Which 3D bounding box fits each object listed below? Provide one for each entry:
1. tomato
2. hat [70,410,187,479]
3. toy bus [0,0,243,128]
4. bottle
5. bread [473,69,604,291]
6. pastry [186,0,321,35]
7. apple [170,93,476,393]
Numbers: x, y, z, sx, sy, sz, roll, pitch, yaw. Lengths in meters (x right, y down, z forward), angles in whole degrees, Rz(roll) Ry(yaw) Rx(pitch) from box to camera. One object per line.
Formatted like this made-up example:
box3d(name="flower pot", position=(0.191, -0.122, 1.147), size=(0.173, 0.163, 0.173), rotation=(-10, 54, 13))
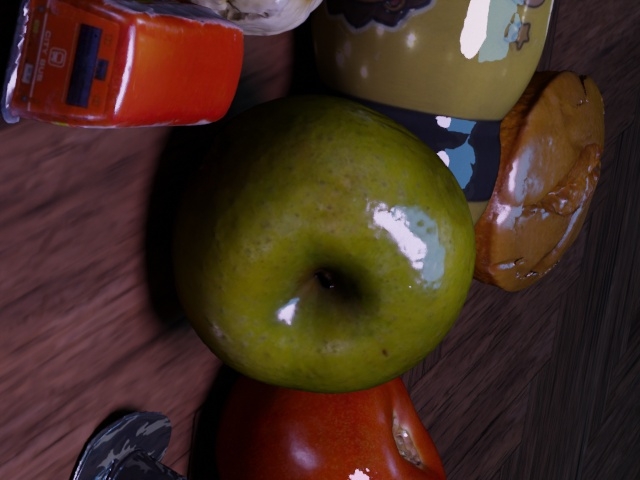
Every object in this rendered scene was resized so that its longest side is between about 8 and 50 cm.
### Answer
box3d(name="tomato", position=(0.007, 0.164, 1.376), size=(0.195, 0.136, 0.195), rotation=(55, 18, -28))
box3d(name="hat", position=(-0.114, 0.164, 1.219), size=(0.121, 0.050, 0.121), rotation=(-51, 150, -45))
box3d(name="toy bus", position=(-0.099, -0.096, 1.035), size=(0.174, 0.077, 0.079), rotation=(-11, 114, -69))
box3d(name="bottle", position=(0.078, -0.162, 1.347), size=(0.171, 0.172, 0.351), rotation=(-13, 115, -69))
box3d(name="bread", position=(0.170, -0.062, 1.726), size=(0.270, 0.143, 0.195), rotation=(-32, 133, -66))
box3d(name="pastry", position=(-0.037, -0.200, 1.124), size=(0.166, 0.088, 0.165), rotation=(11, 90, -70))
box3d(name="apple", position=(0.000, 0.000, 1.226), size=(0.157, 0.196, 0.196), rotation=(-83, 175, -58))
